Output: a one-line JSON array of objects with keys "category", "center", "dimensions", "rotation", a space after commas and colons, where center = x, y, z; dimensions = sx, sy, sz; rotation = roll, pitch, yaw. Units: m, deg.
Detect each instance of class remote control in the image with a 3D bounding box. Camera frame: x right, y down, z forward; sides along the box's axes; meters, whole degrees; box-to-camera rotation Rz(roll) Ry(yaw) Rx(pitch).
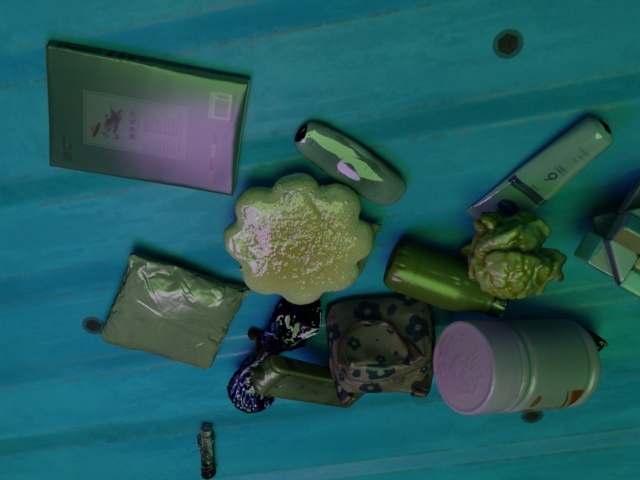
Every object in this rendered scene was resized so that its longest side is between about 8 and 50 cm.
[{"category": "remote control", "center": [0.061, -0.147, 1.492], "dimensions": [0.256, 0.045, 0.097], "rotation": [30, 120, -15]}]

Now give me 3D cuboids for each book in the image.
[{"category": "book", "center": [-0.339, -0.227, 1.453], "dimensions": [0.379, 0.031, 0.264], "rotation": [10, 124, -6]}]

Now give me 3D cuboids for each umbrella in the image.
[{"category": "umbrella", "center": [-0.304, 0.561, 1.988], "dimensions": [0.050, 0.046, 0.188], "rotation": [5, 125, 3]}]

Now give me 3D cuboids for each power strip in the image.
[{"category": "power strip", "center": [-0.030, 0.323, 1.715], "dimensions": [0.092, 0.066, 0.387], "rotation": [-46, 141, 18]}]

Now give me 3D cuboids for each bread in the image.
[{"category": "bread", "center": [-0.043, 0.006, 1.540], "dimensions": [0.316, 0.054, 0.316], "rotation": [-1, 119, -2]}]

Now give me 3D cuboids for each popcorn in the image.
[{"category": "popcorn", "center": [0.380, 0.024, 1.498], "dimensions": [0.185, 0.187, 0.167], "rotation": [7, 157, -35]}]

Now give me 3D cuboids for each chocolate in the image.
[{"category": "chocolate", "center": [-0.109, 0.246, 1.729], "dimensions": [0.148, 0.126, 0.343], "rotation": [42, 120, 21]}]

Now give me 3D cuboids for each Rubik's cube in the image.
[{"category": "Rubik's cube", "center": [0.645, -0.001, 1.485], "dimensions": [0.213, 0.265, 0.224], "rotation": [31, 104, 10]}]

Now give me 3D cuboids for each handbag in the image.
[{"category": "handbag", "center": [0.136, 0.245, 1.671], "dimensions": [0.252, 0.193, 0.190], "rotation": [-5, 129, 6]}]

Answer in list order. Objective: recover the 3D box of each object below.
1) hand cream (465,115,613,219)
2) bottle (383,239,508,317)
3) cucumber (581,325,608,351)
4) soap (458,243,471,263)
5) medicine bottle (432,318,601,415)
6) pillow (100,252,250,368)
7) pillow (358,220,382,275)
[{"category": "hand cream", "center": [0.443, -0.128, 1.504], "dimensions": [0.109, 0.067, 0.321], "rotation": [32, 127, -21]}, {"category": "bottle", "center": [0.269, 0.090, 1.589], "dimensions": [0.260, 0.112, 0.112], "rotation": [20, 123, -1]}, {"category": "cucumber", "center": [0.583, 0.262, 1.737], "dimensions": [0.086, 0.115, 0.193], "rotation": [36, 121, 14]}, {"category": "soap", "center": [0.347, 0.069, 1.641], "dimensions": [0.089, 0.033, 0.168], "rotation": [-5, 125, 4]}, {"category": "medicine bottle", "center": [0.422, 0.268, 1.617], "dimensions": [0.316, 0.202, 0.202], "rotation": [4, 128, -30]}, {"category": "pillow", "center": [-0.336, 0.172, 1.702], "dimensions": [0.274, 0.076, 0.280], "rotation": [20, 123, -15]}, {"category": "pillow", "center": [0.000, 0.000, 1.593], "dimensions": [0.230, 0.050, 0.148], "rotation": [10, 129, -9]}]
